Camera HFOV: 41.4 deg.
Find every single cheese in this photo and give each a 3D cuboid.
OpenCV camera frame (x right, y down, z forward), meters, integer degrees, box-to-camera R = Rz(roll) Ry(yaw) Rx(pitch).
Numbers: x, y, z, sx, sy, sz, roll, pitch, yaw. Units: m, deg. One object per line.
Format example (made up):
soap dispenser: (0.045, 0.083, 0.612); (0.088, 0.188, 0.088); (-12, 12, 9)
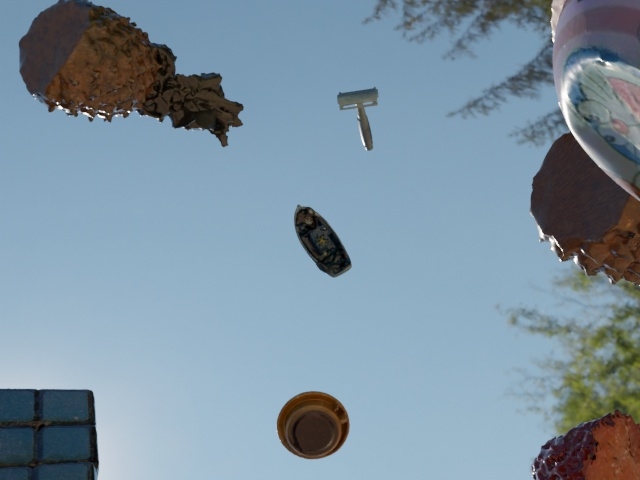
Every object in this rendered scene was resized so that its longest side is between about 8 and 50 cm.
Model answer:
cheese: (0.197, -0.083, 0.410); (0.074, 0.286, 0.189); (-41, -88, -11)

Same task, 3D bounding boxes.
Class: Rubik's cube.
Rubik's cube: (-0.511, 0.446, 1.239); (0.345, 0.337, 0.343); (3, -57, -21)

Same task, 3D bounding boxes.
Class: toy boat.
toy boat: (0.000, 0.000, 1.387); (0.060, 0.137, 0.061); (-29, -18, -13)

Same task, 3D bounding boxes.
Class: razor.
razor: (0.072, -0.199, 1.428); (0.135, 0.068, 0.040); (71, -165, -55)

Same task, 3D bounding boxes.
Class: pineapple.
pineapple: (-0.177, -0.157, 0.867); (0.251, 0.125, 0.125); (15, -78, -55)
pineapple: (0.470, -0.017, 1.160); (0.357, 0.223, 0.222); (26, -86, -28)

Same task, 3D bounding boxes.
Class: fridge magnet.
fridge magnet: (-0.014, 0.360, 1.635); (0.143, 0.063, 0.143); (-1, -77, -3)

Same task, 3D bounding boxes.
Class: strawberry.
strawberry: (0.460, 0.413, 1.453); (0.234, 0.178, 0.233); (9, -104, -36)
